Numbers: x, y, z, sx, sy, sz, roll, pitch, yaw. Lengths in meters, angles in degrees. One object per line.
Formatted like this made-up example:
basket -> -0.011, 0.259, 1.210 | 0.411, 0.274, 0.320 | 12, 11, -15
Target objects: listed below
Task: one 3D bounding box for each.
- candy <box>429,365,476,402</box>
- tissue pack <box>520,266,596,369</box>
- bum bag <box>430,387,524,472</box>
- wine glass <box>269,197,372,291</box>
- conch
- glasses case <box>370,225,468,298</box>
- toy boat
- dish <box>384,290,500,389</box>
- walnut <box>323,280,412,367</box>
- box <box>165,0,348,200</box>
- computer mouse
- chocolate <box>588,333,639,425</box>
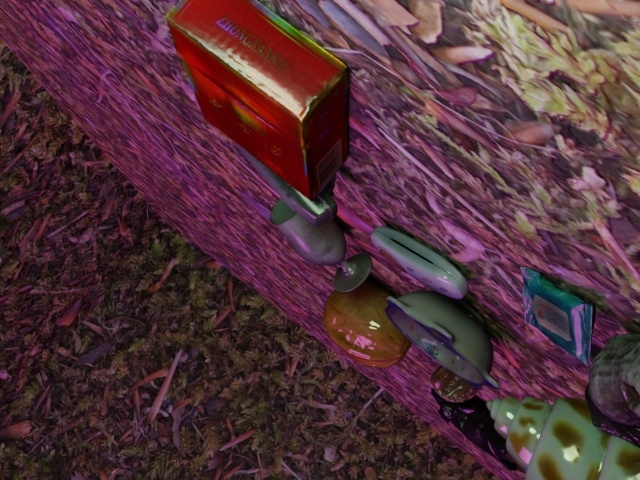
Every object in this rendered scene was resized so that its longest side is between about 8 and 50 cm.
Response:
candy -> 0.289, 0.306, 2.125 | 0.095, 0.085, 0.110 | 46, -177, 14
tissue pack -> 0.283, 0.087, 1.174 | 0.138, 0.028, 0.085 | -135, 34, -62
bum bag -> 0.376, 0.432, 2.310 | 0.144, 0.095, 0.340 | 38, 179, -39
wine glass -> 0.000, 0.000, 1.751 | 0.202, 0.093, 0.093 | 46, 169, -33
conch -> 0.384, 0.304, 1.254 | 0.368, 0.197, 0.249 | 0, -174, 26
glasses case -> 0.146, 0.032, 1.476 | 0.178, 0.045, 0.067 | 33, 168, 37
toy boat -> -0.063, -0.134, 1.452 | 0.260, 0.085, 0.078 | 48, 172, 14
dish -> 0.219, 0.147, 1.611 | 0.228, 0.086, 0.236 | 30, 166, 39
walnut -> 0.096, 0.167, 1.979 | 0.207, 0.159, 0.159 | 39, 172, 34
box -> -0.067, -0.176, 1.211 | 0.197, 0.089, 0.313 | 39, 170, 10
computer mouse -> 0.387, 0.196, 1.180 | 0.172, 0.099, 0.057 | 36, 156, 47
chocolate -> 0.358, 0.149, 1.050 | 0.110, 0.110, 0.248 | 40, 174, -2
